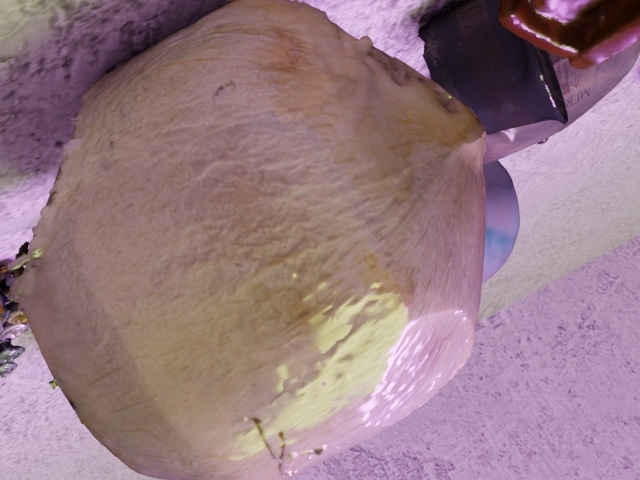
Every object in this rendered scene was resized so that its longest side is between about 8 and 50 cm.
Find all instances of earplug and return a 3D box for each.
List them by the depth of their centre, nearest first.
[{"bbox_3d":[0.075,-0.035,1.732,0.185,0.185,0.324,-37,158,27],"label":"earplug"}]

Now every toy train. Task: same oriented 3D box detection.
[{"bbox_3d":[-0.329,0.087,1.468,0.081,0.060,0.202,-17,161,-27],"label":"toy train"}]

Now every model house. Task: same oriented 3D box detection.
[{"bbox_3d":[0.241,-0.245,1.155,0.220,0.199,0.229,-2,161,7],"label":"model house"}]

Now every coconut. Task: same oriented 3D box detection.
[{"bbox_3d":[-0.042,-0.007,1.146,0.360,0.346,0.346,-30,167,4],"label":"coconut"}]

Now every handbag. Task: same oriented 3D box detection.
[{"bbox_3d":[0.230,-0.166,1.666,0.270,0.117,0.182,-27,175,-19],"label":"handbag"}]

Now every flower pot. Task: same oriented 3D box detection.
[{"bbox_3d":[0.161,-0.167,1.440,0.107,0.157,0.157,-21,170,16],"label":"flower pot"}]
